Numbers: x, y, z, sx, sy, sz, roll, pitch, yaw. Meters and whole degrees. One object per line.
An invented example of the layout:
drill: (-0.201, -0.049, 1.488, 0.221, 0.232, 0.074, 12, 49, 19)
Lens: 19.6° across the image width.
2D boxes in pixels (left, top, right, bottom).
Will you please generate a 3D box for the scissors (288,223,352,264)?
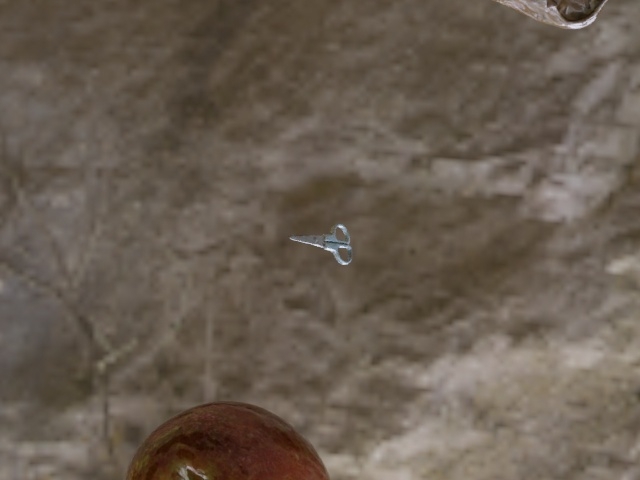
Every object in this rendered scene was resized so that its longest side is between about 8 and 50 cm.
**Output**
scissors: (0.000, 0.000, 1.545, 0.006, 0.036, 0.083, -17, 164, 35)

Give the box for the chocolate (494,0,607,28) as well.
chocolate: (0.128, -0.241, 1.058, 0.148, 0.214, 0.093, 19, -162, -12)

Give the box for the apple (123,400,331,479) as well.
apple: (-0.086, 0.238, 1.670, 0.188, 0.188, 0.174, 11, 171, 23)
